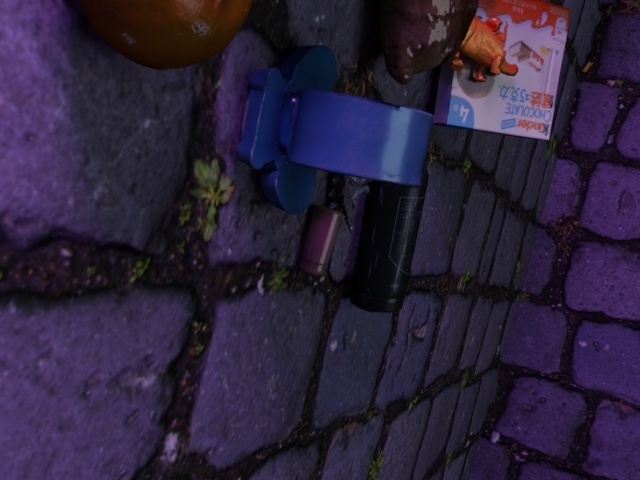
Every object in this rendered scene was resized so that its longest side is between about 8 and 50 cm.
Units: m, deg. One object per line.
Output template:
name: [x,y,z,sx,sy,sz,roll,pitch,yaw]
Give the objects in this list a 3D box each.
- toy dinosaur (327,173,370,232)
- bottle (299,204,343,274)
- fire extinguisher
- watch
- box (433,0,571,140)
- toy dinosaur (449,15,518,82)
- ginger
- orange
toy dinosaur: [0.045,-0.103,1.055,0.082,0.039,0.209,-36,134,-50]
bottle: [0.000,0.000,1.017,0.045,0.045,0.096,6,100,-64]
fire extinguisher: [0.120,-0.040,1.186,0.114,0.095,0.311,-67,167,-74]
watch: [0.028,-0.121,0.832,0.211,0.193,0.211,-42,139,-51]
box: [0.350,-0.336,1.353,0.273,0.048,0.265,1,100,-30]
toy dinosaur: [0.254,-0.359,1.232,0.288,0.070,0.117,16,82,-34]
ginger: [0.132,-0.359,0.995,0.221,0.130,0.276,-11,116,-50]
orange: [-0.118,-0.214,0.565,0.156,0.124,0.156,-39,135,-54]
